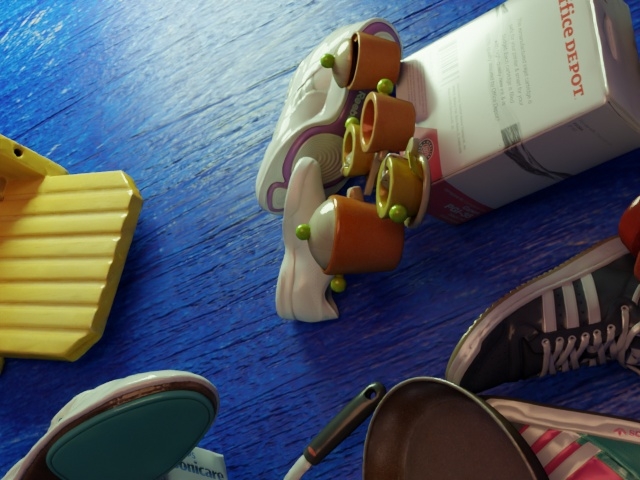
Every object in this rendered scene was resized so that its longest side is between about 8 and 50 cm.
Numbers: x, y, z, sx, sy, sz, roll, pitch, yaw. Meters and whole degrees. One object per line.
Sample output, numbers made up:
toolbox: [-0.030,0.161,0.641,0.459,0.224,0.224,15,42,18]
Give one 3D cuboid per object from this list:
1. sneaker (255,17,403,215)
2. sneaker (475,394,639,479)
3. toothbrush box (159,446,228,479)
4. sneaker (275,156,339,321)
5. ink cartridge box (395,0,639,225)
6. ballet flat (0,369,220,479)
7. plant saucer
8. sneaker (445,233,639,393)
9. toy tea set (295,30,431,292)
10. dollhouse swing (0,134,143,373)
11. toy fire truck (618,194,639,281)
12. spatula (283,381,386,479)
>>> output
sneaker: [0.000,-0.170,1.398,0.305,0.114,0.152,-58,31,-6]
sneaker: [0.223,0.270,1.030,0.295,0.124,0.178,4,58,28]
toothbrush box: [-0.203,0.410,1.160,0.216,0.126,0.295,-29,54,21]
sneaker: [0.000,0.000,1.293,0.094,0.080,0.212,5,95,13]
ink cartridge box: [0.234,-0.167,1.199,0.283,0.117,0.207,-24,54,37]
ballet flat: [-0.284,0.253,1.140,0.400,0.139,0.139,-42,53,12]
plant saucer: [0.147,0.286,1.005,0.310,0.050,0.310,21,115,55]
sneaker: [0.277,0.109,1.050,0.282,0.099,0.153,-29,54,-22]
toy tea set: [0.035,-0.108,1.214,0.124,0.200,0.336,5,46,-12]
dollhouse swing: [-0.491,-0.005,1.450,0.305,0.315,0.347,-10,58,46]
toy fire truck: [0.446,-0.043,0.957,0.302,0.254,0.169,-14,49,-14]
spatula: [-0.025,0.279,1.194,0.296,0.030,0.084,-48,52,8]
